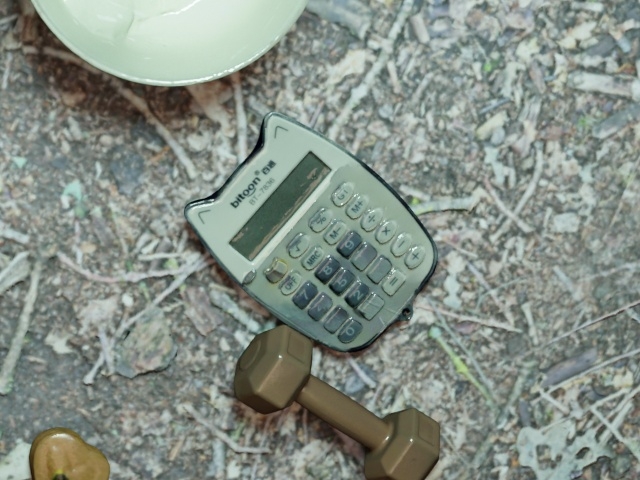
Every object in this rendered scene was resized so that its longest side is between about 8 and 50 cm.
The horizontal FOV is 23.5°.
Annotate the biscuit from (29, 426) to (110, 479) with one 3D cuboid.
[{"bbox_3d":[-0.299,0.357,1.578,0.202,0.047,0.334,-7,107,-12],"label":"biscuit"}]

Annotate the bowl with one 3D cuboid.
[{"bbox_3d":[-0.141,-0.284,1.391,0.277,0.145,0.277,-3,104,-13],"label":"bowl"}]

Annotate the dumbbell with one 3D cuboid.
[{"bbox_3d":[0.018,0.174,1.584,0.231,0.092,0.082,34,122,-19],"label":"dumbbell"}]

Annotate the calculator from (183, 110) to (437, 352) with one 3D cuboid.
[{"bbox_3d":[0.000,0.000,1.555,0.268,0.040,0.177,42,93,-20],"label":"calculator"}]

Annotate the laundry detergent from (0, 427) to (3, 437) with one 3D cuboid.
[{"bbox_3d":[-0.393,0.129,1.487,0.137,0.063,0.211,-39,112,1],"label":"laundry detergent"}]
